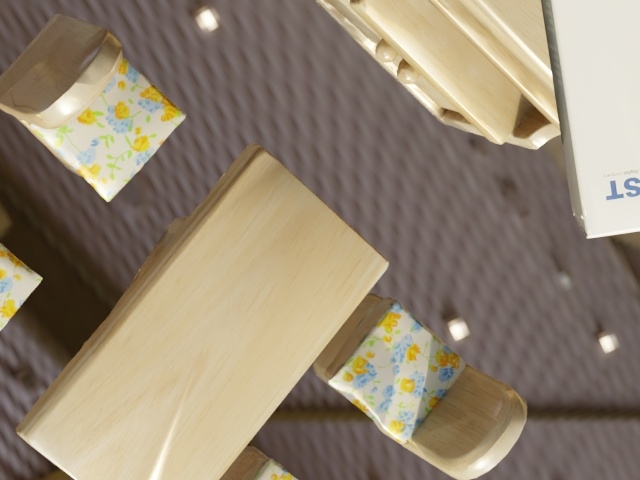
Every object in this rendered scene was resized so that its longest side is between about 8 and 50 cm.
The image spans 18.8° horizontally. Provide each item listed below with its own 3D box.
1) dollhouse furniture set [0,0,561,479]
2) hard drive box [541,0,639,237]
[{"bbox_3d":[0.000,0.000,1.128,0.362,0.394,0.256,42,173,-23],"label":"dollhouse furniture set"},{"bbox_3d":[0.195,-0.132,0.921,0.089,0.181,0.232,-73,-27,-81],"label":"hard drive box"}]
